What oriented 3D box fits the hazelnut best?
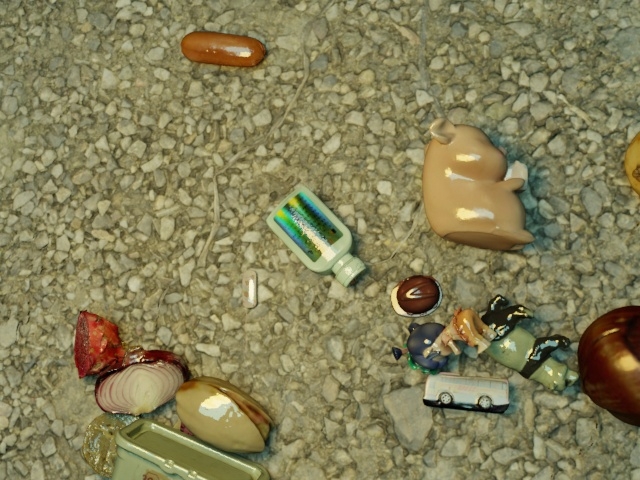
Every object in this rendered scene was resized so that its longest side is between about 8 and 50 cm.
[{"bbox_3d":[0.592,0.238,1.490,0.229,0.229,0.229,-2,80,10],"label":"hazelnut"}]

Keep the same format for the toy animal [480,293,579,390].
[{"bbox_3d":[0.413,0.211,1.571,0.225,0.094,0.121,35,89,13],"label":"toy animal"}]

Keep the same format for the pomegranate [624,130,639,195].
[{"bbox_3d":[0.688,-0.149,1.541,0.196,0.196,0.196,-2,80,10],"label":"pomegranate"}]

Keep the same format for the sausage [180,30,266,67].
[{"bbox_3d":[-0.222,-0.439,1.811,0.198,0.076,0.076,10,82,10],"label":"sausage"}]

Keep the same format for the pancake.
[{"bbox_3d":[-0.444,0.444,1.722,0.158,0.028,0.158,-2,77,9],"label":"pancake"}]

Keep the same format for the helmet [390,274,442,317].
[{"bbox_3d":[0.199,0.115,1.645,0.111,0.057,0.089,-20,80,6],"label":"helmet"}]

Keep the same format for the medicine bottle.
[{"bbox_3d":[0.000,0.000,1.688,0.121,0.083,0.229,-44,75,-2],"label":"medicine bottle"}]

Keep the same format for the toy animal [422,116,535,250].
[{"bbox_3d":[0.314,-0.111,1.597,0.213,0.195,0.256,-2,77,2],"label":"toy animal"}]

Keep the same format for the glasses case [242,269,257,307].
[{"bbox_3d":[-0.155,0.107,1.729,0.032,0.021,0.083,-3,80,12],"label":"glasses case"}]

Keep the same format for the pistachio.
[{"bbox_3d":[-0.200,0.361,1.633,0.215,0.144,0.144,24,85,2],"label":"pistachio"}]

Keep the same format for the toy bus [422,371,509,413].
[{"bbox_3d":[0.295,0.307,1.596,0.172,0.057,0.072,3,75,10],"label":"toy bus"}]

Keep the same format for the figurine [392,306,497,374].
[{"bbox_3d":[0.245,0.196,1.574,0.195,0.111,0.102,-35,89,34],"label":"figurine"}]

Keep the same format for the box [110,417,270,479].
[{"bbox_3d":[-0.283,0.515,1.606,0.312,0.175,0.182,21,95,8],"label":"box"}]

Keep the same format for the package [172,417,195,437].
[{"bbox_3d":[-0.290,0.388,1.702,0.059,0.029,0.083,11,93,5],"label":"package"}]

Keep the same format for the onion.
[{"bbox_3d":[-0.384,0.286,1.696,0.206,0.098,0.151,-10,104,2],"label":"onion"}]

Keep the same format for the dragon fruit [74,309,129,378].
[{"bbox_3d":[-0.476,0.225,1.735,0.111,0.153,0.153,4,78,-32],"label":"dragon fruit"}]
